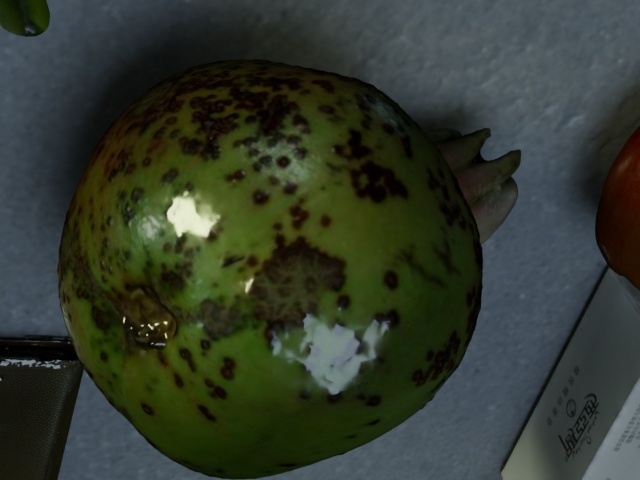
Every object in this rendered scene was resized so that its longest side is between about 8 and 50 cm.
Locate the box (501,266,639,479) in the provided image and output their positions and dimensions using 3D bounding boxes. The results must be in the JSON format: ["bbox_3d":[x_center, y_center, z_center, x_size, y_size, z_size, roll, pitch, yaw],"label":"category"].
[{"bbox_3d":[0.301,0.155,1.328,0.194,0.111,0.260,5,129,-24],"label":"box"}]

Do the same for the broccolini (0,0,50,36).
[{"bbox_3d":[-0.242,-0.263,0.808,0.079,0.074,0.392,-52,145,-32],"label":"broccolini"}]

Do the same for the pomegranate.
[{"bbox_3d":[0.000,0.000,1.014,0.340,0.285,0.285,-24,142,-43],"label":"pomegranate"}]

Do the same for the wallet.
[{"bbox_3d":[-0.250,0.156,1.176,0.110,0.031,0.198,4,127,-22],"label":"wallet"}]

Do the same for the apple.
[{"bbox_3d":[0.285,-0.027,1.148,0.158,0.147,0.156,-44,163,30],"label":"apple"}]
